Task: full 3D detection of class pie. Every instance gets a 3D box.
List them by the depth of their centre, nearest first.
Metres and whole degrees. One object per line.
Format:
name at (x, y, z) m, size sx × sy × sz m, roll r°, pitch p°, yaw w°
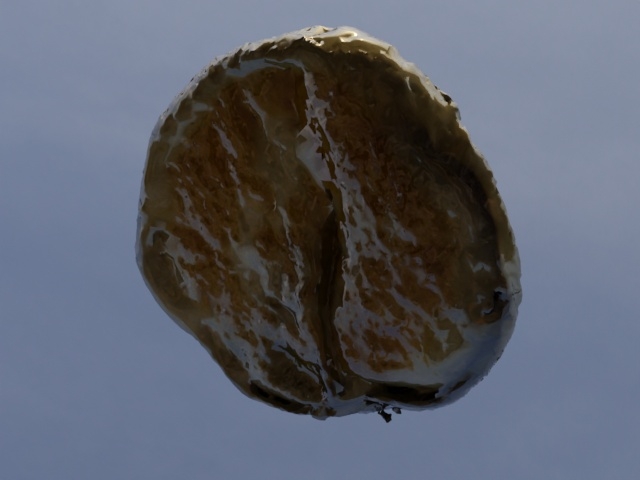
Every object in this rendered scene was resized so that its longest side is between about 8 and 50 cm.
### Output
pie at (0.000, 0.000, 0.948) m, size 0.339 × 0.339 × 0.077 m, roll 31°, pitch -142°, yaw 20°
